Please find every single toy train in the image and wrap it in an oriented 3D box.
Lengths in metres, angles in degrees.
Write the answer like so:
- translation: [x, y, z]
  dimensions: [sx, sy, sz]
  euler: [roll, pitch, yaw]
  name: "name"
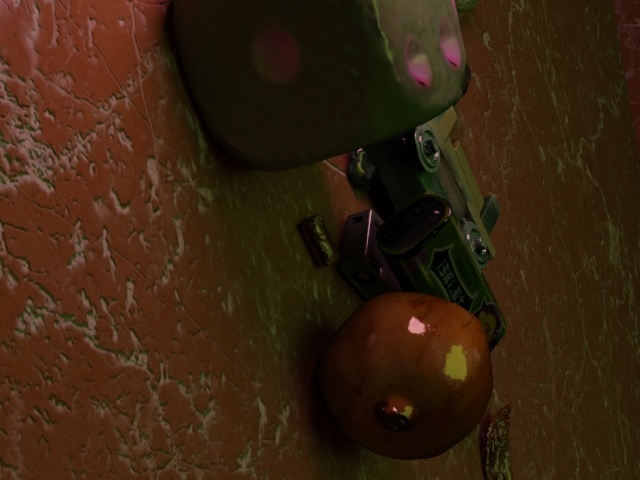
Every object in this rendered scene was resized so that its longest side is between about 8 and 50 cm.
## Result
- translation: [0.196, -0.098, 2.135]
  dimensions: [0.397, 0.160, 0.253]
  euler: [62, 32, -21]
  name: "toy train"

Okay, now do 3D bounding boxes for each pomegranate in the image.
- translation: [0.126, 0.199, 1.772]
  dimensions: [0.264, 0.264, 0.264]
  euler: [35, 48, -50]
  name: "pomegranate"

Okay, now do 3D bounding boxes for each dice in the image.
- translation: [0.006, -0.295, 1.728]
  dimensions: [0.330, 0.318, 0.322]
  euler: [-40, 112, -58]
  name: "dice"

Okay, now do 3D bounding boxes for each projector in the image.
- translation: [0.091, 0.038, 1.987]
  dimensions: [0.147, 0.061, 0.115]
  euler: [48, 37, -40]
  name: "projector"

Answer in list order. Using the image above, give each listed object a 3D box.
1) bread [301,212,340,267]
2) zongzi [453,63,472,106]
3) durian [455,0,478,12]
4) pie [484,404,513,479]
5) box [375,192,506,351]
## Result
- translation: [0.000, 0.000, 1.871]
  dimensions: [0.083, 0.036, 0.047]
  euler: [65, 22, -15]
  name: "bread"
- translation: [0.224, -0.265, 2.351]
  dimensions: [0.228, 0.115, 0.256]
  euler: [27, 75, -74]
  name: "zongzi"
- translation: [0.284, -0.559, 2.572]
  dimensions: [0.250, 0.101, 0.139]
  euler: [-7, 84, -61]
  name: "durian"
- translation: [0.335, 0.405, 2.276]
  dimensions: [0.088, 0.033, 0.191]
  euler: [19, 66, -48]
  name: "pie"
- translation: [0.205, 0.074, 1.992]
  dimensions: [0.134, 0.097, 0.345]
  euler: [-47, 137, -13]
  name: "box"
